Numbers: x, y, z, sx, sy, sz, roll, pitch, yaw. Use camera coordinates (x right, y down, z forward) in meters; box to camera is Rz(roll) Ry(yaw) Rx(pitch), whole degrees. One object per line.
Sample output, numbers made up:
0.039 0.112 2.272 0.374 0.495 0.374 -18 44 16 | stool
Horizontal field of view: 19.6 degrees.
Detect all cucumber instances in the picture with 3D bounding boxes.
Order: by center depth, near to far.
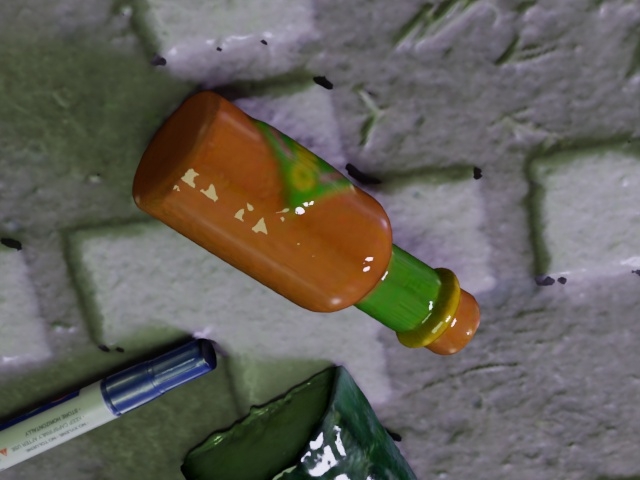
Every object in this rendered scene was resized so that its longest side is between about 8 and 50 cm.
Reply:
0.021 0.189 1.052 0.115 0.063 0.244 -24 125 16 | cucumber

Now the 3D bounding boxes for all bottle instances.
0.000 0.000 0.909 0.187 0.069 0.069 33 119 -25 | bottle

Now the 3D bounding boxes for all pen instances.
-0.147 0.100 1.001 0.204 0.025 0.025 -25 123 15 | pen
